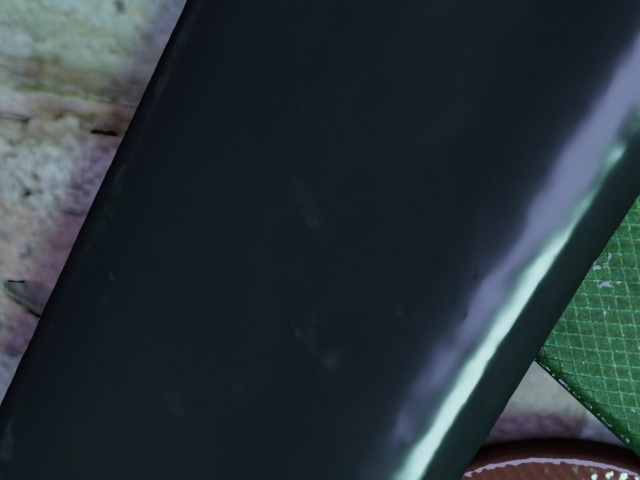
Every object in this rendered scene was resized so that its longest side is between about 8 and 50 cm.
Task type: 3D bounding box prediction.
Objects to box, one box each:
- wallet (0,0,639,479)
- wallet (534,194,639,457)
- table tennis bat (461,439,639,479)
[{"bbox_3d":[0.001,0.000,0.571,0.228,0.062,0.406,36,108,22],"label":"wallet"},{"bbox_3d":[0.176,0.024,0.557,0.236,0.055,0.160,44,111,8],"label":"wallet"},{"bbox_3d":[0.075,0.223,0.636,0.310,0.038,0.200,-38,92,18],"label":"table tennis bat"}]
